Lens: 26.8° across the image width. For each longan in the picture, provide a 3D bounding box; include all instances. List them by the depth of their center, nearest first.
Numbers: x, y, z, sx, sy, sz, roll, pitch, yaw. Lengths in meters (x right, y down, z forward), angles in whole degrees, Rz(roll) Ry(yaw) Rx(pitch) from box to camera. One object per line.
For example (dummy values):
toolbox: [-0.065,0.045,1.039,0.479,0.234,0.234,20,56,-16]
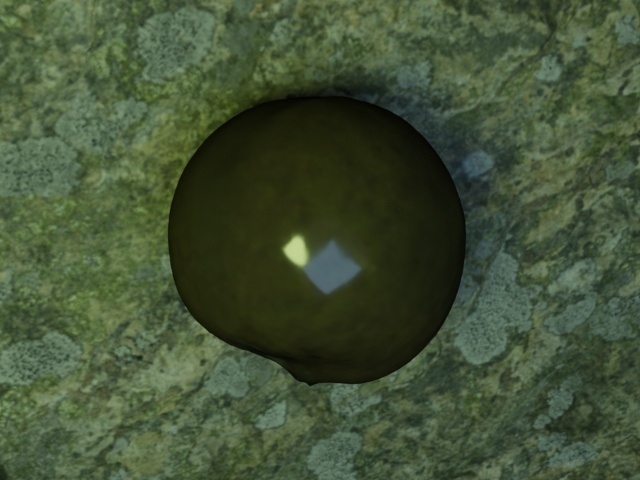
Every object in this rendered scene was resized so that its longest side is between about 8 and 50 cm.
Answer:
longan: [0.000,0.000,1.374,0.319,0.319,0.319,-9,122,-15]
